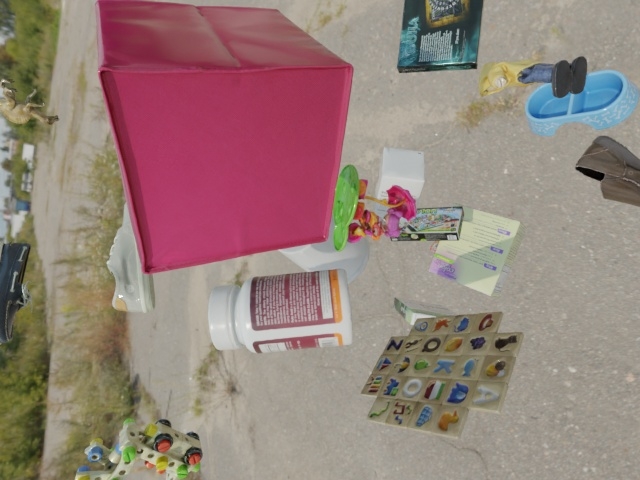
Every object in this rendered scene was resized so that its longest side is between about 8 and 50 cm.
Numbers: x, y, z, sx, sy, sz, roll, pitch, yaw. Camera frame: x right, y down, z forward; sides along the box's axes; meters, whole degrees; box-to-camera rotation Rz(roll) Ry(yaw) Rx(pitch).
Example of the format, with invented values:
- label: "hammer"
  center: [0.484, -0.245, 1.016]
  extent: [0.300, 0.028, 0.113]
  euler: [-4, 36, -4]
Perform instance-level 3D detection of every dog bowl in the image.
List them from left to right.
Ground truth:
- label: "dog bowl"
  center: [0.762, -0.414, 1.236]
  extent: [0.297, 0.074, 0.166]
  euler: [5, 76, 49]

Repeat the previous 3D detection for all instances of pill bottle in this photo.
- label: "pill bottle"
  center: [-0.108, 0.210, 1.211]
  extent: [0.224, 0.392, 0.224]
  euler: [-5, -90, -88]

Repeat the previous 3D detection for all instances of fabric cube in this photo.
- label: "fabric cube"
  center: [-0.140, -0.149, 0.555]
  extent: [0.258, 0.259, 0.254]
  euler: [-121, 30, -43]

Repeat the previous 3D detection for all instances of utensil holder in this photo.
- label: "utensil holder"
  center: [0.000, 0.000, 1.920]
  extent: [0.328, 0.385, 0.327]
  euler: [-18, 55, 27]

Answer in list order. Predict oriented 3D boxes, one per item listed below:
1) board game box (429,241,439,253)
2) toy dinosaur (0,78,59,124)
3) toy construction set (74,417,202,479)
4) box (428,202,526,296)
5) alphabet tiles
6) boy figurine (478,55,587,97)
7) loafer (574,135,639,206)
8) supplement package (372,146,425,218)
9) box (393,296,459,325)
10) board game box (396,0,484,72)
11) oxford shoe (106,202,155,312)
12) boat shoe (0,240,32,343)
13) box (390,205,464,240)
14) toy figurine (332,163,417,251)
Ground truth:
- label: "board game box"
  center: [0.558, 0.003, 1.654]
  extent: [0.147, 0.045, 0.193]
  euler: [40, 81, 18]
- label: "toy dinosaur"
  center: [-0.695, -0.307, 0.926]
  extent: [0.092, 0.183, 0.053]
  euler: [-60, 32, 34]
- label: "toy construction set"
  center: [-0.450, 0.591, 1.108]
  extent: [0.215, 0.327, 0.151]
  euler: [-47, 46, -2]
- label: "box"
  center: [0.505, 0.030, 1.335]
  extent: [0.214, 0.117, 0.243]
  euler: [23, 94, 36]
- label: "alphabet tiles"
  center: [0.238, 0.265, 0.861]
  extent: [0.342, 0.011, 0.285]
  euler: [-19, 26, 51]
- label: "boy figurine"
  center: [0.495, -0.405, 1.034]
  extent: [0.285, 0.177, 0.092]
  euler: [33, 138, 60]
- label: "loafer"
  center: [0.838, -0.141, 1.112]
  extent: [0.130, 0.134, 0.366]
  euler: [-43, 35, 21]
- label: "supplement package"
  center: [0.333, -0.230, 1.787]
  extent: [0.293, 0.175, 0.177]
  euler: [94, -175, -54]
- label: "box"
  center: [0.453, 0.310, 1.732]
  extent: [0.322, 0.232, 0.058]
  euler: [-149, 69, -88]
- label: "board game box"
  center: [0.195, -0.367, 0.663]
  extent: [0.126, 0.026, 0.186]
  euler: [7, 90, 23]
- label: "oxford shoe"
  center: [-0.637, 0.040, 1.370]
  extent: [0.169, 0.130, 0.449]
  euler: [103, 153, -54]
- label: "boat shoe"
  center: [-0.742, 0.121, 0.994]
  extent: [0.095, 0.079, 0.254]
  euler: [-48, 51, 48]
- label: "box"
  center: [0.321, -0.050, 1.255]
  extent: [0.207, 0.036, 0.114]
  euler: [-1, 45, 30]
- label: "toy figurine"
  center: [0.117, -0.055, 0.833]
  extent: [0.130, 0.159, 0.173]
  euler: [-173, 90, -73]
